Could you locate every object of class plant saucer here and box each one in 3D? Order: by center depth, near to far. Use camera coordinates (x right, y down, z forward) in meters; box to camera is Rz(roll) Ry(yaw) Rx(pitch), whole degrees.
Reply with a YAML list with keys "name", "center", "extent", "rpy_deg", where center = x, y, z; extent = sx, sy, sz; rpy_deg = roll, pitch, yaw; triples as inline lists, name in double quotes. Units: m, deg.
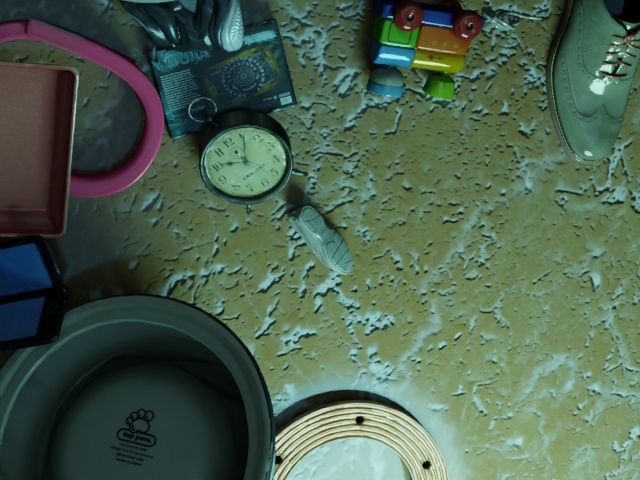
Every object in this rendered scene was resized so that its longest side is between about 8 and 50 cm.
- name: "plant saucer"
  center: [-0.445, -0.122, 1.386]
  extent: [0.258, 0.048, 0.259]
  rpy_deg: [1, 126, -18]

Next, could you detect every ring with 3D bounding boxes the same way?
- name: "ring"
  center: [0.039, 0.405, 1.711]
  extent: [0.336, 0.032, 0.337]
  rpy_deg: [-3, 103, -13]

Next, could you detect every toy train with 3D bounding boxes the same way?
- name: "toy train"
  center: [0.188, -0.265, 1.570]
  extent: [0.248, 0.105, 0.143]
  rpy_deg: [6, 111, -15]

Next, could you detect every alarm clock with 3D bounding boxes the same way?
- name: "alarm clock"
  center: [-0.115, -0.130, 1.520]
  extent: [0.129, 0.064, 0.192]
  rpy_deg: [-32, 125, 15]

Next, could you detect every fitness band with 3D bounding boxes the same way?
- name: "fitness band"
  center: [-0.355, -0.177, 1.480]
  extent: [0.290, 0.054, 0.209]
  rpy_deg: [22, 99, -16]

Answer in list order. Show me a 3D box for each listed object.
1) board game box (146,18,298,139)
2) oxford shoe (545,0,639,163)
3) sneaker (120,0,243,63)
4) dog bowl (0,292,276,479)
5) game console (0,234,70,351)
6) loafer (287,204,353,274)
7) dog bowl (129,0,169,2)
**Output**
- name: "board game box"
  center: [-0.135, -0.225, 1.533]
  extent: [0.186, 0.026, 0.126]
  rpy_deg: [-16, 105, -10]
- name: "oxford shoe"
  center: [0.411, -0.279, 1.600]
  extent: [0.123, 0.130, 0.348]
  rpy_deg: [-3, 103, -13]
- name: "sneaker"
  center: [-0.201, -0.368, 1.447]
  extent: [0.153, 0.101, 0.269]
  rpy_deg: [-15, 98, -2]
- name: "dog bowl"
  center: [-0.243, 0.285, 1.463]
  extent: [0.408, 0.150, 0.408]
  rpy_deg: [-4, 69, 10]
- name: "game console"
  center: [-0.418, 0.075, 1.468]
  extent: [0.144, 0.124, 0.085]
  rpy_deg: [-10, 142, 21]
- name: "loafer"
  center: [0.000, 0.000, 1.614]
  extent: [0.125, 0.039, 0.045]
  rpy_deg: [52, 54, -21]
- name: "dog bowl"
  center: [-0.214, -0.476, 1.349]
  extent: [0.348, 0.102, 0.349]
  rpy_deg: [0, 83, 3]
